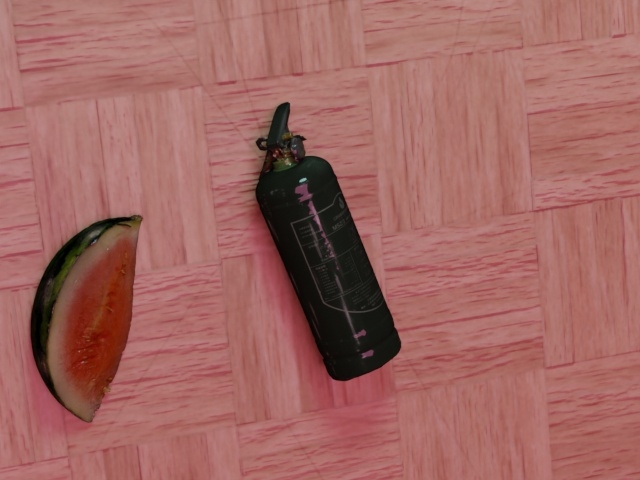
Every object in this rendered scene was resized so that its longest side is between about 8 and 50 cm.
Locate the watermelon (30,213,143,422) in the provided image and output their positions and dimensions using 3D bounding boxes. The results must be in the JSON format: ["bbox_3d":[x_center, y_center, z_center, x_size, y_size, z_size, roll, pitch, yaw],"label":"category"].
[{"bbox_3d":[-0.260,0.084,1.805,0.119,0.063,0.245,11,94,-33],"label":"watermelon"}]

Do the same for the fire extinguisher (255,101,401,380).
[{"bbox_3d":[0.000,0.000,1.859,0.114,0.095,0.311,-47,119,-54],"label":"fire extinguisher"}]
